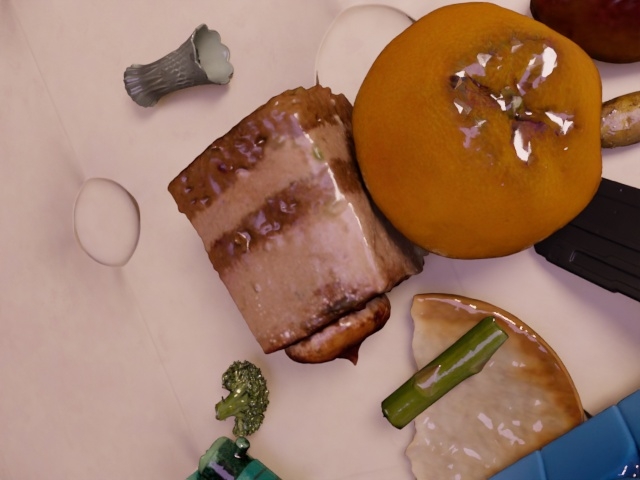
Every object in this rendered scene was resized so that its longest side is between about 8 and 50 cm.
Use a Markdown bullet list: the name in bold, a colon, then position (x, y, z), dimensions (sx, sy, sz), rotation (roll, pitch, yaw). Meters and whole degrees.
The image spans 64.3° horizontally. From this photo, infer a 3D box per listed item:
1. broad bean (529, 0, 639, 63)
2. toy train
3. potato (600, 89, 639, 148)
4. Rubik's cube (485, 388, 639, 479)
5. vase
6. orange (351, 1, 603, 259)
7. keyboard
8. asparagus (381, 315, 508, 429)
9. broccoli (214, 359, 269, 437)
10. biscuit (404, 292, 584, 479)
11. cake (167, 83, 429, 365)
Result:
- **broad bean**: position (0.291, -0.231, 0.487), dimensions (0.165, 0.084, 0.114), rotation (23, 123, 12)
- **toy train**: position (-0.072, 0.415, 0.728), dimensions (0.298, 0.120, 0.194), rotation (33, 102, 15)
- **potato**: position (0.311, -0.122, 0.515), dimensions (0.083, 0.040, 0.051), rotation (-13, 102, 26)
- **Rubik's cube**: position (0.333, 0.334, 0.416), dimensions (0.291, 0.292, 0.290), rotation (46, 111, -2)
- **vase**: position (-0.203, -0.232, 0.702), dimensions (0.148, 0.081, 0.081), rotation (-10, 94, 28)
- **orange**: position (0.147, -0.099, 0.486), dimensions (0.248, 0.183, 0.249), rotation (0, 87, 6)
- **keyboard**: position (0.319, 0.016, 0.471), dimensions (0.262, 0.016, 0.106), rotation (37, 114, 51)
- **asparagus**: position (0.142, 0.153, 0.587), dimensions (0.045, 0.041, 0.178), rotation (40, 109, -13)
- **broccoli**: position (-0.116, 0.229, 0.727), dimensions (0.095, 0.091, 0.097), rotation (59, 142, 20)
- **biscuit**: position (0.203, 0.216, 0.614), dimensions (0.204, 0.040, 0.309), rotation (2, 99, 23)
- **cake**: position (0.000, 0.000, 0.582), dimensions (0.198, 0.196, 0.293), rotation (-30, 85, 23)
